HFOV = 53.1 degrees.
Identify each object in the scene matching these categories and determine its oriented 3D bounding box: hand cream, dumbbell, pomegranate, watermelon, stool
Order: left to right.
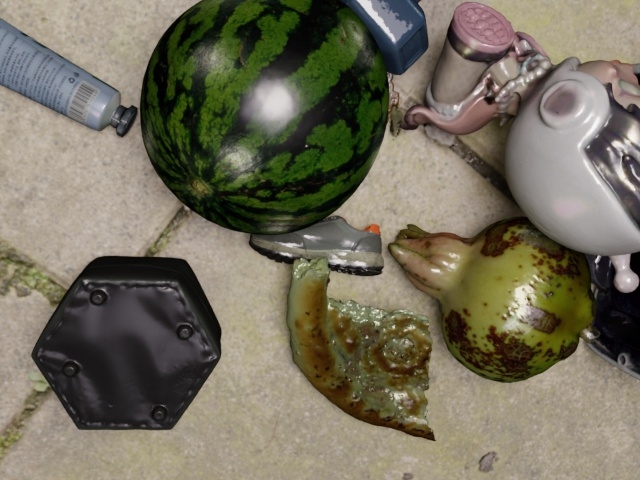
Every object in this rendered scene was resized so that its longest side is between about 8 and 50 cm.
[{"bbox_3d":[-0.361,-0.216,0.800,0.272,0.058,0.091,28,107,-10],"label":"hand cream"},{"bbox_3d":[-0.245,0.132,0.841,0.232,0.141,0.232,-2,102,-9],"label":"stool"},{"bbox_3d":[-0.062,-0.148,0.747,0.286,0.285,0.284,-2,102,-9],"label":"watermelon"},{"bbox_3d":[0.153,-0.368,0.806,0.316,0.156,0.144,-45,135,2],"label":"dumbbell"},{"bbox_3d":[0.234,0.062,0.871,0.277,0.204,0.221,34,75,-16],"label":"pomegranate"}]

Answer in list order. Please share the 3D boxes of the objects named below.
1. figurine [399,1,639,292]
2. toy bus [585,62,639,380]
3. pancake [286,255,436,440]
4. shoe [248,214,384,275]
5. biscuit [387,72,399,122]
[{"bbox_3d":[0.298,-0.129,0.789,0.361,0.253,0.211,40,128,23],"label":"figurine"},{"bbox_3d":[0.549,-0.022,0.907,0.250,0.209,0.439,4,99,-12],"label":"toy bus"},{"bbox_3d":[0.072,0.168,0.913,0.197,0.054,0.376,-36,116,12],"label":"pancake"},{"bbox_3d":[-0.002,-0.001,0.898,0.195,0.074,0.077,11,80,-10],"label":"shoe"},{"bbox_3d":[0.065,-0.199,0.890,0.092,0.016,0.082,-1,106,-8],"label":"biscuit"}]
